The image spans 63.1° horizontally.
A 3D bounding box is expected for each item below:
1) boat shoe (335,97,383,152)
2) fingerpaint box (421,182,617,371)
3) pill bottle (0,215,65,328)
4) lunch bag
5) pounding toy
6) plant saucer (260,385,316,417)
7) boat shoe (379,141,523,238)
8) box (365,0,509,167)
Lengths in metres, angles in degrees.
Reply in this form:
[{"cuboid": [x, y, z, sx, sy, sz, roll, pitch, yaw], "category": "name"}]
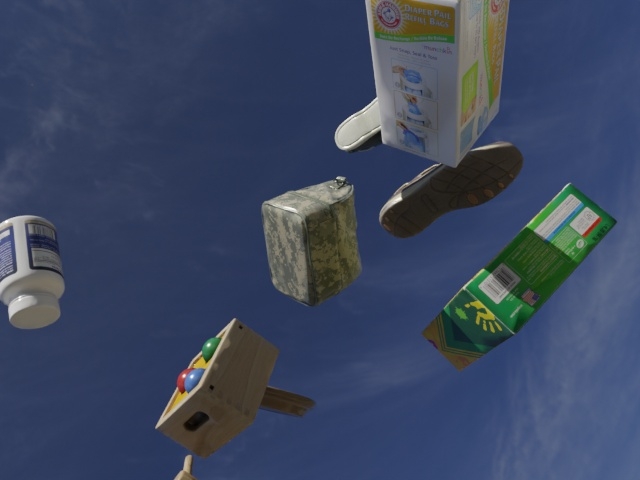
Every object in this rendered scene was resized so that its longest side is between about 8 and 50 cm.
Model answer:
[{"cuboid": [0.152, -0.266, 1.152, 0.079, 0.254, 0.095, 2, -118, -56], "category": "boat shoe"}, {"cuboid": [0.516, 0.113, 1.395, 0.445, 0.163, 0.371, -38, -17, -22], "category": "fingerpaint box"}, {"cuboid": [-0.466, 0.052, 0.838, 0.094, 0.169, 0.094, -18, -30, -11], "category": "pill bottle"}, {"cuboid": [0.000, 0.000, 1.450, 0.256, 0.212, 0.305, -26, -58, -34], "category": "lunch bag"}, {"cuboid": [-0.166, 0.235, 0.693, 0.094, 0.206, 0.181, 38, -57, -12], "category": "pounding toy"}, {"cuboid": [-0.146, 0.319, 1.076, 0.278, 0.278, 0.041, 28, -114, -32], "category": "plant saucer"}, {"cuboid": [0.294, -0.138, 1.230, 0.355, 0.130, 0.132, -26, -64, 25], "category": "boat shoe"}, {"cuboid": [0.129, -0.200, 0.564, 0.114, 0.103, 0.203, -50, -32, -24], "category": "box"}]
